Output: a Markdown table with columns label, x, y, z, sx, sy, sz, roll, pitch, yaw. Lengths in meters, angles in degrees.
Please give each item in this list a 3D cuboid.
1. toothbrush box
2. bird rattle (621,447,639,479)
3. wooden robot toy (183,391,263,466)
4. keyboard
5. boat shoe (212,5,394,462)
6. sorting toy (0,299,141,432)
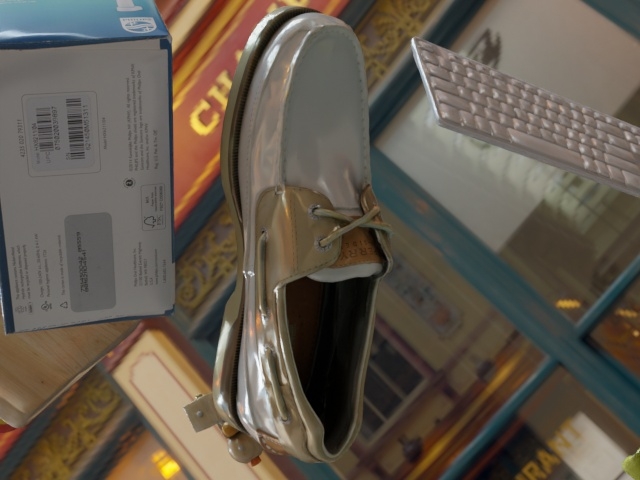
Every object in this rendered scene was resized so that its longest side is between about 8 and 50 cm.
| label | x | y | z | sx | sy | sz | roll | pitch | yaw |
| --- | --- | --- | --- | --- | --- | --- | --- | --- | --- |
| toothbrush box | -0.194 | -0.103 | 0.811 | 0.126 | 0.295 | 0.216 | -5 | -58 | -14 |
| bird rattle | 0.367 | 0.240 | 0.844 | 0.143 | 0.253 | 0.207 | -28 | 6 | -14 |
| wooden robot toy | -0.074 | 0.183 | 1.049 | 0.076 | 0.079 | 0.173 | -28 | -12 | 2 |
| keyboard | 0.164 | -0.062 | 0.662 | 0.256 | 0.072 | 0.014 | 15 | -50 | -31 |
| boat shoe | 0.000 | 0.000 | 0.707 | 0.113 | 0.103 | 0.302 | -8 | -71 | -38 |
| sorting toy | -0.370 | 0.086 | 1.165 | 0.089 | 0.257 | 0.255 | -56 | -4 | 27 |
